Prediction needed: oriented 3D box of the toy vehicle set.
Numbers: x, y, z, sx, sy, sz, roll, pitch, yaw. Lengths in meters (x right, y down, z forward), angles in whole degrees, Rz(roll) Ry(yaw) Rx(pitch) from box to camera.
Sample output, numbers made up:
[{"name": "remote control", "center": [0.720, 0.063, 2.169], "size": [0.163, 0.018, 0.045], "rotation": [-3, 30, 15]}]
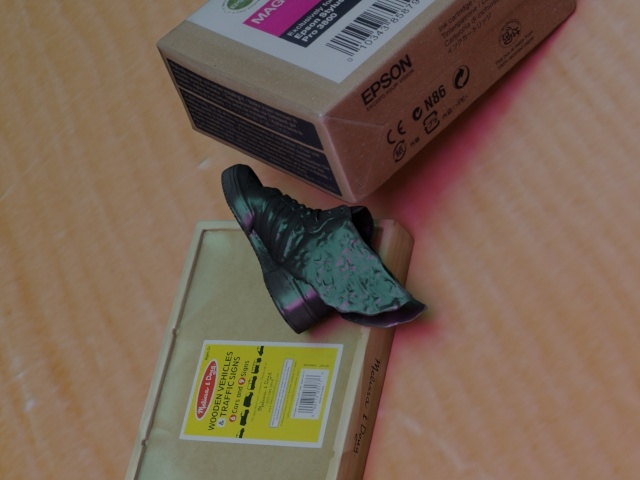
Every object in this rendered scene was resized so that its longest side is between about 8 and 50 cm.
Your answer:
[{"name": "toy vehicle set", "center": [-0.041, 0.110, 1.158], "size": [0.166, 0.035, 0.267], "rotation": [1, 64, 29]}]

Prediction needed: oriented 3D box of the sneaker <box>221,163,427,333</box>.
[{"name": "sneaker", "center": [-0.001, -0.001, 1.146], "size": [0.089, 0.051, 0.170], "rotation": [-31, 58, 9]}]

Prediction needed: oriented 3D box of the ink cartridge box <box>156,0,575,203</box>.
[{"name": "ink cartridge box", "center": [0.031, -0.152, 1.194], "size": [0.234, 0.088, 0.193], "rotation": [-43, 43, -21]}]
